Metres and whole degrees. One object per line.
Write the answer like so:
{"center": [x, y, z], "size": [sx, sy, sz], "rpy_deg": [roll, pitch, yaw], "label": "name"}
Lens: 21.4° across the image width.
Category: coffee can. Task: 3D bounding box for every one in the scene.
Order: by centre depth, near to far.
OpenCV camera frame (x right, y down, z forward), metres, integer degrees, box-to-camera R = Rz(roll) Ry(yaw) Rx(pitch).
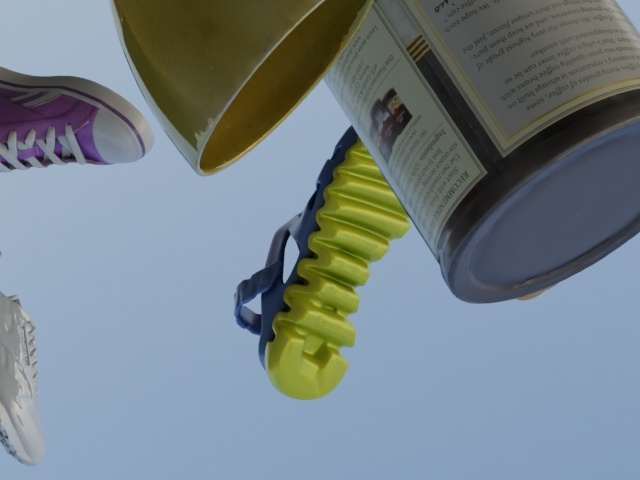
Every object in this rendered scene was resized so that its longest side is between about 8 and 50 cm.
{"center": [0.109, -0.125, 1.166], "size": [0.201, 0.201, 0.275], "rpy_deg": [-28, -115, -5], "label": "coffee can"}

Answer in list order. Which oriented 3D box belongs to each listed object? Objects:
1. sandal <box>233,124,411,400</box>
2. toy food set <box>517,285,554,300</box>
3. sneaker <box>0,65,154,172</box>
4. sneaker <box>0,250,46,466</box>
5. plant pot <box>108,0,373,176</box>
{"center": [0.000, 0.000, 1.755], "size": [0.138, 0.126, 0.317], "rpy_deg": [20, -100, 51], "label": "sandal"}
{"center": [0.184, 0.010, 1.421], "size": [0.082, 0.083, 0.020], "rpy_deg": [-42, -140, 1], "label": "toy food set"}
{"center": [-0.321, -0.095, 1.790], "size": [0.282, 0.102, 0.161], "rpy_deg": [12, -129, 25], "label": "sneaker"}
{"center": [-0.334, 0.125, 1.794], "size": [0.094, 0.235, 0.090], "rpy_deg": [-26, -173, -27], "label": "sneaker"}
{"center": [-0.050, -0.113, 0.855], "size": [0.134, 0.095, 0.134], "rpy_deg": [-47, 172, -8], "label": "plant pot"}
